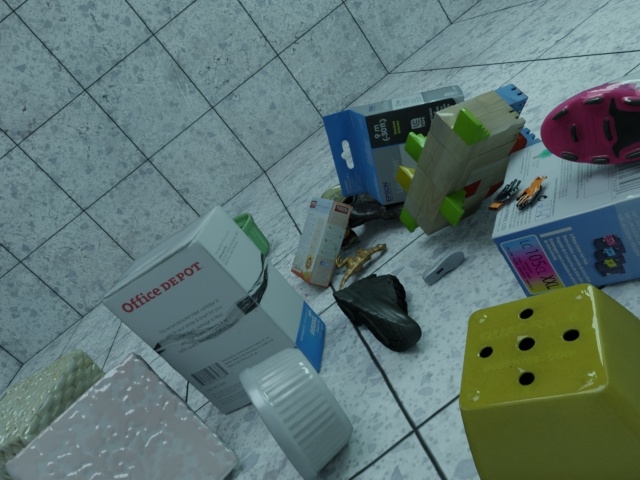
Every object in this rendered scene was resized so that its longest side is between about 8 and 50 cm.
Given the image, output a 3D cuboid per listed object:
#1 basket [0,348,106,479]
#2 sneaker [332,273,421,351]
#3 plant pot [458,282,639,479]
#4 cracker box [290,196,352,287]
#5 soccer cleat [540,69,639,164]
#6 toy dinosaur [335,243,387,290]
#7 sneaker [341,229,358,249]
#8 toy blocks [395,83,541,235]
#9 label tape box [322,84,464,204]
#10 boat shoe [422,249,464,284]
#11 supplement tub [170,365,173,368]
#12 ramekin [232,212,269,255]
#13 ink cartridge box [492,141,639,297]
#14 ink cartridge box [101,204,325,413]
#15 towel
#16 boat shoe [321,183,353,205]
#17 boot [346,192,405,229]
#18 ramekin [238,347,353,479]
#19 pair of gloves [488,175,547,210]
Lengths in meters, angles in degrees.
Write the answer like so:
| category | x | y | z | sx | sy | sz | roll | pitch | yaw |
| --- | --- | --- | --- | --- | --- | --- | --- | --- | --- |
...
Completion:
| category | x | y | z | sx | sy | sz | roll | pitch | yaw |
| --- | --- | --- | --- | --- | --- | --- | --- | --- | --- |
| basket | -0.629 | 0.502 | 1.163 | 0.266 | 0.328 | 0.331 | -31 | 21 | 8 |
| sneaker | 0.128 | 0.126 | 0.990 | 0.130 | 0.109 | 0.286 | -37 | 22 | -11 |
| plant pot | 0.266 | 0.174 | 0.534 | 0.212 | 0.187 | 0.212 | -23 | 26 | 36 |
| cracker box | 0.000 | 0.000 | 1.355 | 0.156 | 0.067 | 0.232 | 24 | 99 | 67 |
| soccer cleat | 0.480 | -0.189 | 0.655 | 0.331 | 0.116 | 0.143 | -11 | 19 | 47 |
| toy dinosaur | 0.082 | 0.067 | 1.237 | 0.211 | 0.064 | 0.112 | -47 | 23 | -20 |
| sneaker | 0.047 | -0.031 | 1.467 | 0.069 | 0.084 | 0.185 | -42 | 21 | -8 |
| toy blocks | 0.336 | -0.173 | 1.030 | 0.261 | 0.190 | 0.381 | -25 | -28 | -19 |
| label tape box | 0.197 | -0.228 | 1.242 | 0.348 | 0.249 | 0.115 | -10 | 29 | 10 |
| boat shoe | 0.256 | 0.052 | 1.022 | 0.100 | 0.035 | 0.035 | -42 | 23 | 10 |
| supplement tub | -0.291 | 0.230 | 1.339 | 0.272 | 0.191 | 0.191 | -37 | 21 | 6 |
| ramekin | -0.342 | 0.047 | 1.862 | 0.303 | 0.148 | 0.303 | -33 | 22 | 15 |
| ink cartridge box | 0.493 | -0.084 | 0.742 | 0.396 | 0.151 | 0.270 | -22 | 27 | 41 |
| ink cartridge box | -0.219 | 0.162 | 1.071 | 0.286 | 0.395 | 0.166 | -30 | 23 | 22 |
| towel | -0.378 | 0.436 | 0.940 | 0.317 | 0.332 | 0.053 | -44 | -17 | -20 |
| boat shoe | 0.130 | -0.166 | 1.617 | 0.285 | 0.105 | 0.089 | -31 | 59 | 32 |
| boot | 0.195 | -0.107 | 1.401 | 0.229 | 0.091 | 0.263 | -10 | 23 | 32 |
| ramekin | -0.037 | 0.278 | 0.813 | 0.109 | 0.207 | 0.207 | -34 | 19 | -13 |
| pair of gloves | 0.322 | -0.075 | 0.791 | 0.074 | 0.010 | 0.083 | -48 | 20 | -17 |
